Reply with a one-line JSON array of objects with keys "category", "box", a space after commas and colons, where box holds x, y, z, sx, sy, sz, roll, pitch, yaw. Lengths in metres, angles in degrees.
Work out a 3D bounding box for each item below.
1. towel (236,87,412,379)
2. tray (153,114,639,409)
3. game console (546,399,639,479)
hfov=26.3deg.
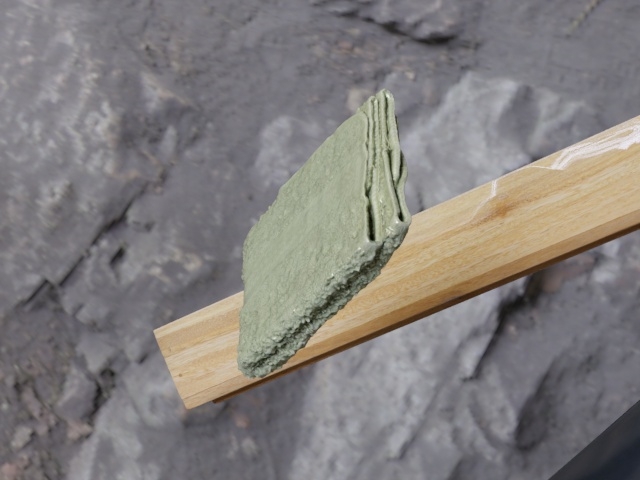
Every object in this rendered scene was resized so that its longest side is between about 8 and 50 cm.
[{"category": "towel", "box": [0.000, 0.000, 0.721, 0.027, 0.110, 0.148, 24, 133, -23]}, {"category": "tray", "box": [0.097, 0.013, 1.053, 0.411, 0.203, 0.076, -25, 86, 19]}, {"category": "game console", "box": [0.211, 0.080, 0.376, 0.342, 0.386, 0.060, -36, 105, -2]}]
